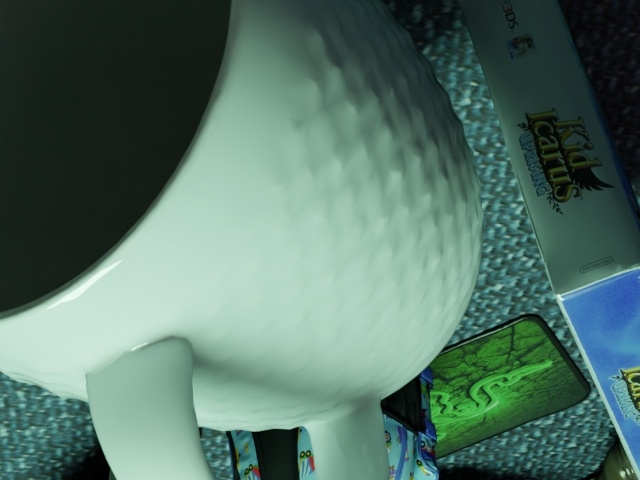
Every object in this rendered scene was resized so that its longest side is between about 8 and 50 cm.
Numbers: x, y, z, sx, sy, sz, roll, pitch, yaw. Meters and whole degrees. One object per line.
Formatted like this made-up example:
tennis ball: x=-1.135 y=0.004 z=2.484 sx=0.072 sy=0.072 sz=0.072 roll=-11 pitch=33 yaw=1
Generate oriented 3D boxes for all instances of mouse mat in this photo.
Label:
mouse mat: x=0.113 y=0.128 z=1.488 sx=0.189 sy=0.007 sz=0.152 roll=-23 pitch=142 yaw=14

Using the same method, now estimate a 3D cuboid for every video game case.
video game case: x=0.168 y=-0.005 z=1.131 sx=0.061 sy=0.244 sz=0.269 roll=-21 pitch=143 yaw=8

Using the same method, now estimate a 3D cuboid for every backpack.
backpack: x=0.009 y=0.168 z=1.353 sx=0.117 sy=0.173 sz=0.158 roll=27 pitch=135 yaw=-37

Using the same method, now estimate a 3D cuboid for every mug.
mug: x=-0.054 y=0.008 z=0.975 sx=0.276 sy=0.374 sz=0.328 roll=-25 pitch=149 yaw=23

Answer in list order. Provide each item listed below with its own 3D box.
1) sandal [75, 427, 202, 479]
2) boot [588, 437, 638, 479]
sandal: x=-0.165 y=0.223 z=1.433 sx=0.107 sy=0.167 sz=0.446 roll=16 pitch=133 yaw=3
boot: x=0.240 y=0.247 z=1.621 sx=0.106 sy=0.082 sz=0.219 roll=-17 pitch=145 yaw=1
